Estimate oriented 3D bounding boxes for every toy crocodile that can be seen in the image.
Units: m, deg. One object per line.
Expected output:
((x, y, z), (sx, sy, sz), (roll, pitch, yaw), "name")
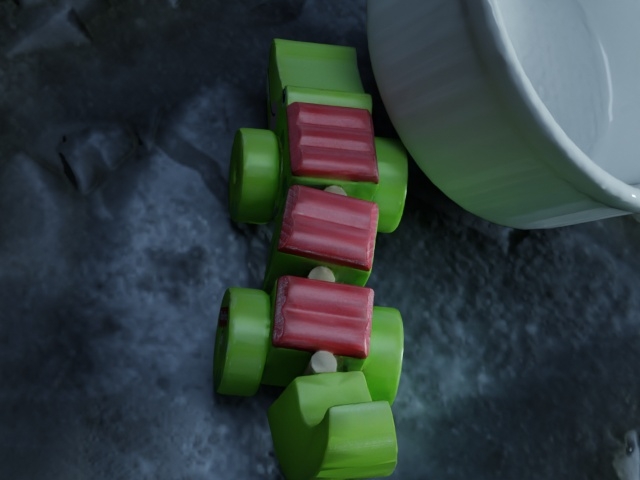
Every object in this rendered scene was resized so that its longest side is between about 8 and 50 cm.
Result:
((0.000, 0.000, 0.872), (0.115, 0.105, 0.340), (8, 55, -10), "toy crocodile")

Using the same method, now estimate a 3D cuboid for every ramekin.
((0.161, -0.139, 0.932), (0.277, 0.135, 0.277), (13, 69, -36), "ramekin")
